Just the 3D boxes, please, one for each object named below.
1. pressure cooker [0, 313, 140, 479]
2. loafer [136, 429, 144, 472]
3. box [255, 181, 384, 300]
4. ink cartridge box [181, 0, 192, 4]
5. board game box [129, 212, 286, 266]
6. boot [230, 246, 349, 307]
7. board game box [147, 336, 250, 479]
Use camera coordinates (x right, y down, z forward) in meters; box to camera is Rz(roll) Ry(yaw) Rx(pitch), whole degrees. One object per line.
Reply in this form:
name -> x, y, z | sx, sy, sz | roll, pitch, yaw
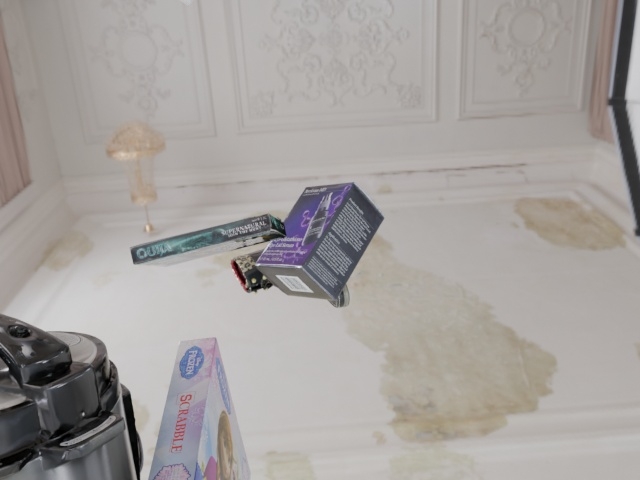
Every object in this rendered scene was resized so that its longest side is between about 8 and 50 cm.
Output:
pressure cooker -> -0.425, 0.291, 0.821 | 0.370, 0.420, 0.375 | -10, -169, -16
loafer -> -0.466, 0.383, 1.346 | 0.109, 0.095, 0.302 | -40, -134, -5
box -> 0.000, 0.000, 1.229 | 0.153, 0.108, 0.207 | -2, -130, 50
ink cartridge box -> -0.296, -0.558, 1.097 | 0.233, 0.168, 0.171 | 16, -146, -48
board game box -> -0.146, 0.002, 0.868 | 0.186, 0.026, 0.126 | -14, 175, 4
boot -> -0.065, 0.083, 1.345 | 0.178, 0.085, 0.236 | -21, -133, -25
board game box -> -0.168, 0.367, 0.959 | 0.066, 0.318, 0.318 | -7, -150, 1
